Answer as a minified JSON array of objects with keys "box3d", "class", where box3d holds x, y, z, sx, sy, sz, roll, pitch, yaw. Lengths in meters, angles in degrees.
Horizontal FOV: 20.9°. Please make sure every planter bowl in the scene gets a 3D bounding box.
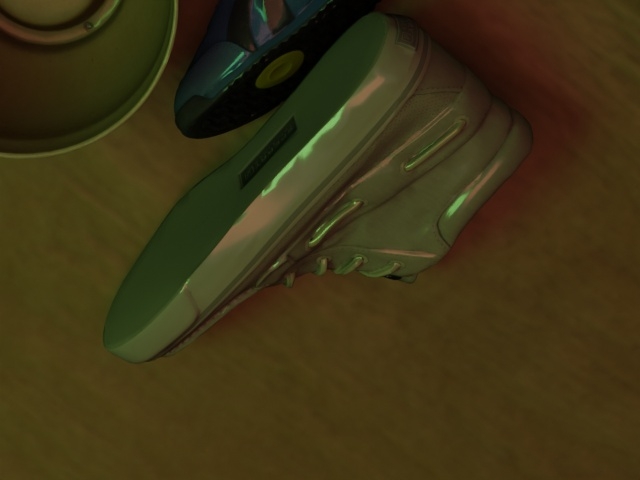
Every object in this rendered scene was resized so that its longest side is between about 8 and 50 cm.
[{"box3d":[-0.149,-0.135,0.897,0.162,0.109,0.162,0,109,1],"class":"planter bowl"}]

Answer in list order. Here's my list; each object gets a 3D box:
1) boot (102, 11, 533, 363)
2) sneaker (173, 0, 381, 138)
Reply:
[{"box3d":[0.000,0.000,0.956,0.123,0.095,0.258,34,117,-25],"class":"boot"},{"box3d":[-0.016,-0.144,0.926,0.209,0.069,0.082,-46,72,22],"class":"sneaker"}]
